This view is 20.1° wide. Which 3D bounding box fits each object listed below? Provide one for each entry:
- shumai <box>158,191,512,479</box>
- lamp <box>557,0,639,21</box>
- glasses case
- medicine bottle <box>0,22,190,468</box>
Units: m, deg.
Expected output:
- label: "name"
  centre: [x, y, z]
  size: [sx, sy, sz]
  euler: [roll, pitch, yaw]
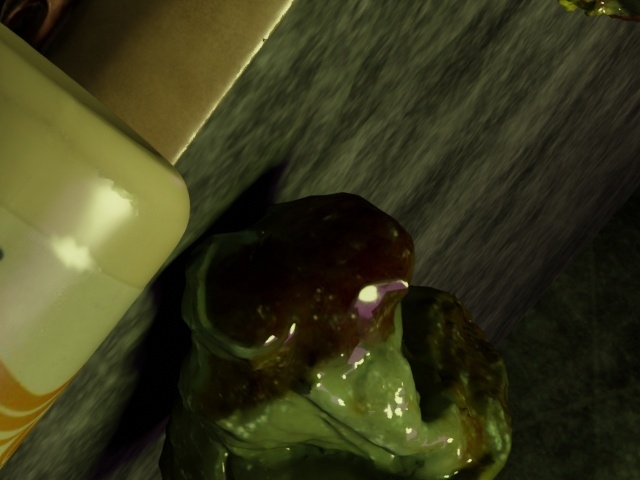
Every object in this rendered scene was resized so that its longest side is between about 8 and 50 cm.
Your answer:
- label: "shumai"
  centre: [-0.019, 0.060, 1.046]
  size: [0.222, 0.203, 0.272]
  euler: [-43, -159, -28]
- label: "lamp"
  centre: [0.160, -0.188, 0.918]
  size: [0.157, 0.156, 0.135]
  euler: [-2, 180, -35]
- label: "glasses case"
  centre: [-0.089, -0.042, 0.589]
  size: [0.193, 0.070, 0.102]
  euler: [-54, -164, 0]
- label: "medicine bottle"
  centre: [-0.150, 0.052, 0.480]
  size: [0.252, 0.114, 0.114]
  euler: [-51, 169, 2]
